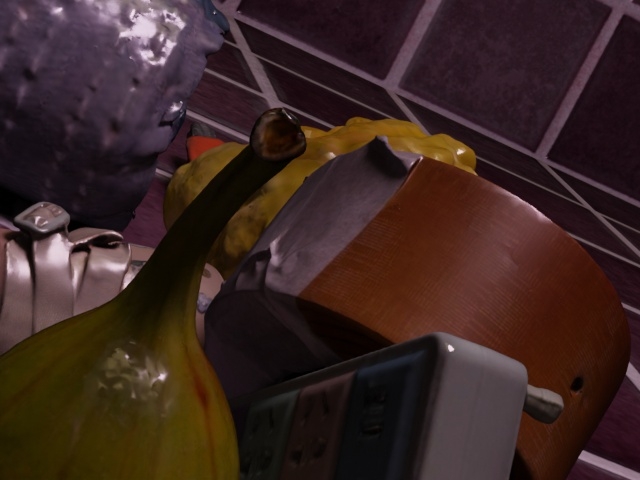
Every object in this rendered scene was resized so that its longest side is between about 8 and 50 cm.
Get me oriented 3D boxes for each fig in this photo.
[{"bbox_3d":[-0.068,0.046,0.545,0.124,0.236,0.124,21,23,-9],"label":"fig"}]

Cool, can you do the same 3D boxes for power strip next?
[{"bbox_3d":[-0.001,0.124,0.583,0.061,0.145,0.215,23,-22,-19],"label":"power strip"}]

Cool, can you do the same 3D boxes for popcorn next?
[{"bbox_3d":[0.000,0.000,0.945,0.203,0.226,0.200,27,-31,19],"label":"popcorn"}]

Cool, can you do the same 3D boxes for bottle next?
[{"bbox_3d":[-0.129,0.037,0.778,0.152,0.099,0.099,18,16,-29],"label":"bottle"}]

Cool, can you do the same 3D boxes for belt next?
[{"bbox_3d":[0.036,0.059,0.718,0.184,0.105,0.261,34,-22,6],"label":"belt"}]

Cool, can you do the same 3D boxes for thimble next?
[{"bbox_3d":[-0.173,-0.116,1.075,0.172,0.205,0.236,30,-17,-9],"label":"thimble"}]

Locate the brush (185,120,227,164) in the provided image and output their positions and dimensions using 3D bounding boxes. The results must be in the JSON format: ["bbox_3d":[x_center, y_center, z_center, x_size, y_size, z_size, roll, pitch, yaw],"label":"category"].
[{"bbox_3d":[-0.082,-0.034,1.254,0.070,0.051,0.323,16,19,-16],"label":"brush"}]
